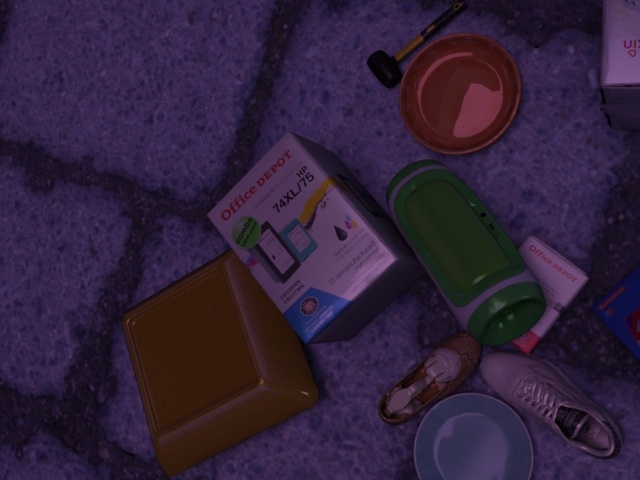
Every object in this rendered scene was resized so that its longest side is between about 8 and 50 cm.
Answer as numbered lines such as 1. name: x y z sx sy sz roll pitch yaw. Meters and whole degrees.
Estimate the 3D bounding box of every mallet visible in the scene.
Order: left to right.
1. mallet: 0.169 -0.328 1.324 0.190 0.039 0.062 -32 74 13

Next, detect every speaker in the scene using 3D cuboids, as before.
1. speaker: 0.209 0.011 1.187 0.131 0.131 0.296 -41 51 15

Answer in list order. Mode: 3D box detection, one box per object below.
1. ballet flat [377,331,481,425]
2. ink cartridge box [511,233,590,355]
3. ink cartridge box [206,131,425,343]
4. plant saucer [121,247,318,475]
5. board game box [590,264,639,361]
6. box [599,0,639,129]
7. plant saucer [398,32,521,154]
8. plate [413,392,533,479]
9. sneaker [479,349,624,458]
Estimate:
1. ballet flat: 0.171 0.225 1.261 0.206 0.067 0.073 -47 69 12
2. ink cartridge box: 0.322 0.082 1.211 0.109 0.063 0.150 40 101 21
3. ink cartridge box: 0.000 0.000 1.278 0.198 0.197 0.270 -44 71 13
4. plant saucer: -0.206 0.195 1.381 0.333 0.081 0.332 -30 65 17
5. board game box: 0.564 0.058 1.039 0.347 0.078 0.233 -45 34 14
6. box: 0.451 -0.289 1.080 0.127 0.262 0.231 1 86 22
7. plant saucer: 0.227 -0.235 1.290 0.200 0.037 0.199 -1 86 22
8. plate: 0.238 0.333 1.237 0.188 0.024 0.188 -7 73 23
9. sneaker: 0.340 0.238 1.177 0.235 0.095 0.090 31 99 23
